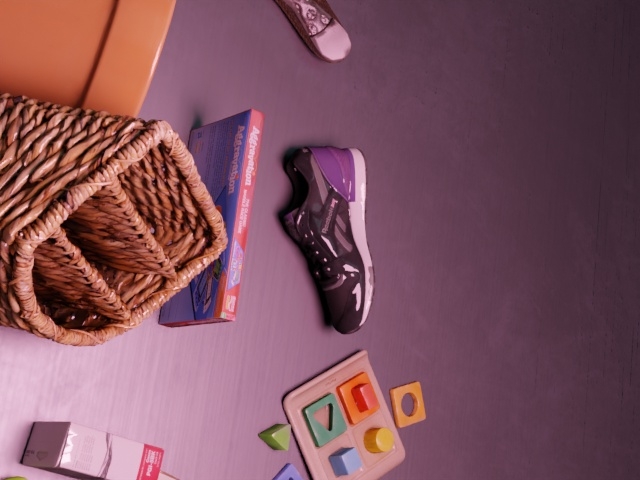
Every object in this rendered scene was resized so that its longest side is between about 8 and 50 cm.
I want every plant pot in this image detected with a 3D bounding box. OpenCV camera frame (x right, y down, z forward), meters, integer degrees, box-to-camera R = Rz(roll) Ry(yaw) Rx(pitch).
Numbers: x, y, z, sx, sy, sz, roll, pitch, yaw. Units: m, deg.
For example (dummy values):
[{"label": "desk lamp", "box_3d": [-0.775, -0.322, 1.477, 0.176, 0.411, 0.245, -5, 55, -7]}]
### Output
[{"label": "plant pot", "box_3d": [-0.305, -0.252, 1.255, 0.203, 0.291, 0.291, 18, 71, -21]}]

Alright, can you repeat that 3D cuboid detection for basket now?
[{"label": "basket", "box_3d": [-0.257, 0.006, 1.189, 0.299, 0.223, 0.214, 75, 28, -63]}]

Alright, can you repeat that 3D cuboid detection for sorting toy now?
[{"label": "sorting toy", "box_3d": [0.048, 0.284, 1.605, 0.347, 0.047, 0.196, -26, 100, -40]}]

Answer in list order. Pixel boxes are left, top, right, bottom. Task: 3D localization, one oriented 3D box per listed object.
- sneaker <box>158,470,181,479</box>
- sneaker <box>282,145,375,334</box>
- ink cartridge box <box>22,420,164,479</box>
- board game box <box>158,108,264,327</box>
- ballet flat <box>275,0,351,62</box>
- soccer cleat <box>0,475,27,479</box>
[{"label": "sneaker", "box_3d": [-0.179, 0.364, 1.392, 0.192, 0.064, 0.086, 36, 69, -31]}, {"label": "sneaker", "box_3d": [0.000, 0.000, 1.594, 0.124, 0.107, 0.283, 1, 78, -26]}, {"label": "ink cartridge box", "box_3d": [-0.274, 0.261, 1.297, 0.135, 0.099, 0.056, 26, 67, -36]}, {"label": "board game box", "box_3d": [-0.144, -0.027, 1.425, 0.027, 0.145, 0.281, 19, 71, -37]}, {"label": "ballet flat", "box_3d": [-0.034, -0.381, 1.643, 0.084, 0.058, 0.250, -36, 104, -1]}, {"label": "soccer cleat", "box_3d": [-0.345, 0.363, 1.249, 0.072, 0.060, 0.179, -19, 94, -49]}]
